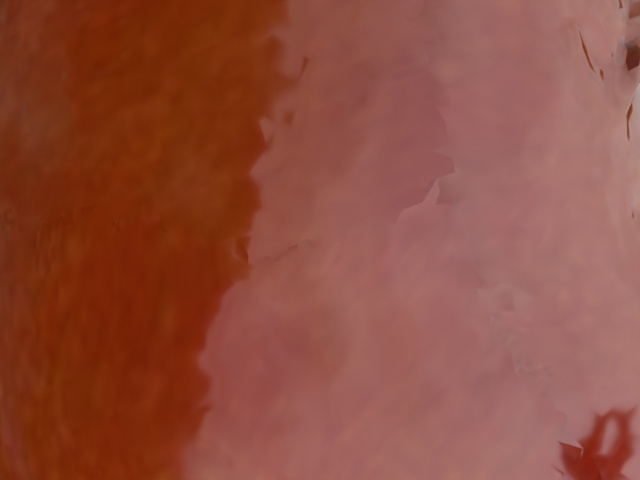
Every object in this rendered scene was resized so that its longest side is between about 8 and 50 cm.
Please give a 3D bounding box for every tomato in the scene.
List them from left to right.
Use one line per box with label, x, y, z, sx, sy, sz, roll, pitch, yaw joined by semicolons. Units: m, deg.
tomato;0.012;-0.008;0.520;0.341;0.272;0.341;39;42;-46
